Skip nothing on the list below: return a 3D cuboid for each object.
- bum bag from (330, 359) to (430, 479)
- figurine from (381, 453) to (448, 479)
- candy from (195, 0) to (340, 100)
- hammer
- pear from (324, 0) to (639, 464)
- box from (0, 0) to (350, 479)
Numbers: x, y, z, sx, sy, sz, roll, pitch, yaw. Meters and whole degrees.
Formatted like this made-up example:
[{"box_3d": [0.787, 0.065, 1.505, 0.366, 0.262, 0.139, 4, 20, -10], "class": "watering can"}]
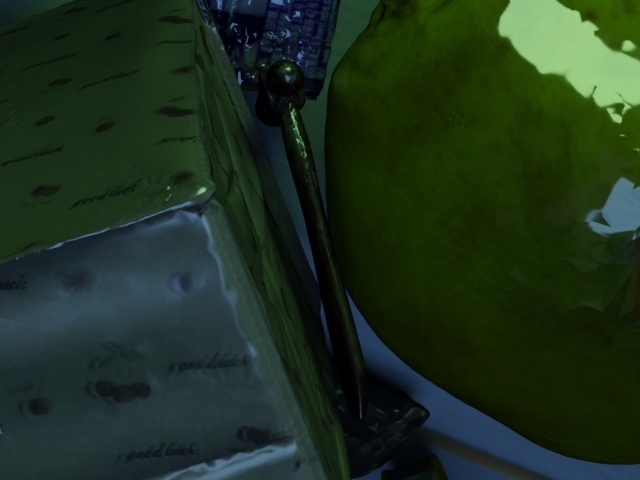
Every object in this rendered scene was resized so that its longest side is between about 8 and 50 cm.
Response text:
[{"box_3d": [-0.053, 0.078, 0.998, 0.248, 0.069, 0.102, 36, 91, -25], "class": "bum bag"}, {"box_3d": [-0.011, 0.243, 1.051, 0.275, 0.161, 0.158, -22, 95, 2], "class": "figurine"}, {"box_3d": [-0.012, -0.224, 0.850, 0.088, 0.061, 0.312, 9, 115, -11], "class": "candy"}, {"box_3d": [0.000, 0.000, 0.836, 0.021, 0.065, 0.178, -14, 84, -10], "class": "hammer"}, {"box_3d": [0.141, -0.024, 0.875, 0.269, 0.269, 0.321, -32, 123, 9], "class": "pear"}, {"box_3d": [-0.103, 0.038, 0.778, 0.190, 0.297, 0.225, -19, 116, 2], "class": "box"}]
